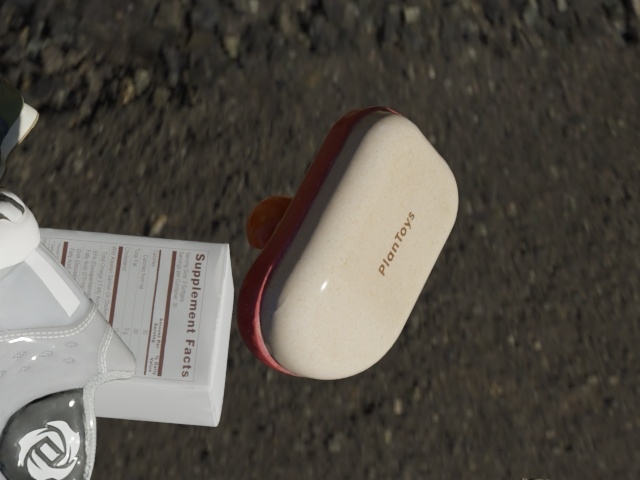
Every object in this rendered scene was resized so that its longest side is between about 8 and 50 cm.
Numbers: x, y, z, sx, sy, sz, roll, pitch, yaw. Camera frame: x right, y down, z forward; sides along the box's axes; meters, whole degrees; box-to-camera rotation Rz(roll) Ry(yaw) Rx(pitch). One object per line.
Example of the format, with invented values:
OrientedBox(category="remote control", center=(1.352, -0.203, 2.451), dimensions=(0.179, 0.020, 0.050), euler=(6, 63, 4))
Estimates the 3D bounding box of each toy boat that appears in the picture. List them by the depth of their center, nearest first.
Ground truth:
OrientedBox(category="toy boat", center=(0.000, 0.000, 1.575), dimensions=(0.151, 0.151, 0.231), euler=(48, 63, -42))

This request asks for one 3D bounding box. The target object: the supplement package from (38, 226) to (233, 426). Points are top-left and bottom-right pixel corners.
OrientedBox(category="supplement package", center=(-0.153, 0.058, 1.282), dimensions=(0.179, 0.105, 0.105), euler=(5, 70, 1))

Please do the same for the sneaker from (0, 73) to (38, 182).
OrientedBox(category="sneaker", center=(-0.323, -0.097, 1.731), dimensions=(0.064, 0.192, 0.086), euler=(-24, 115, 25))

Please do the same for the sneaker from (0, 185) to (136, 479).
OrientedBox(category="sneaker", center=(-0.161, 0.096, 0.689), dimensions=(0.229, 0.086, 0.132), euler=(-39, 112, 6))

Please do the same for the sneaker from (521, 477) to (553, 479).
OrientedBox(category="sneaker", center=(0.182, 0.222, 1.656), dimensions=(0.037, 0.032, 0.083), euler=(13, 154, 0))
